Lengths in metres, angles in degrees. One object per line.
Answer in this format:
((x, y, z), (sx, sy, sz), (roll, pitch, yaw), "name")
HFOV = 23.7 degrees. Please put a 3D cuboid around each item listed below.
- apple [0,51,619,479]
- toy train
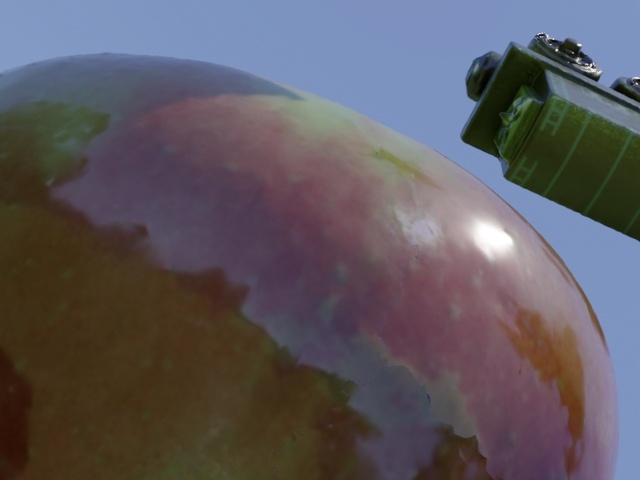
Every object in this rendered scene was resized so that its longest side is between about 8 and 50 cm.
((-0.058, 0.087, 0.582), (0.319, 0.277, 0.319), (21, -15, 6), "apple")
((0.191, -0.045, 0.922), (0.226, 0.137, 0.090), (23, -69, -7), "toy train")
